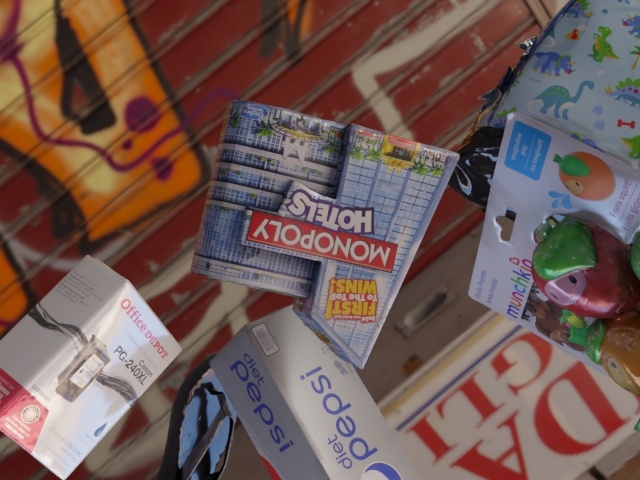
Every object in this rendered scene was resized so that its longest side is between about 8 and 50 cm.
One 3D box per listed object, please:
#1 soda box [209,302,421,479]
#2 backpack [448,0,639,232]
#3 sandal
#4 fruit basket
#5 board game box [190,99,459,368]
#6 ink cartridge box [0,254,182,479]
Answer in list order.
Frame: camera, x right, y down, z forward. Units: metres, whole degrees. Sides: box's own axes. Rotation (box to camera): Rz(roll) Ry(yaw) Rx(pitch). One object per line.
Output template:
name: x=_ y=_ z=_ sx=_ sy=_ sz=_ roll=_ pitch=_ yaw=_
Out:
soda box: x=0.009 y=0.206 z=0.751 sx=0.091 sy=0.286 sz=0.098 roll=-21 pitch=163 yaw=-39
backpack: x=0.392 y=-0.197 z=1.134 sx=0.355 sy=0.290 sz=0.273 roll=-50 pitch=159 yaw=-30
sandal: x=-0.139 y=0.256 z=0.897 sx=0.054 sy=0.097 sz=0.255 roll=14 pitch=-97 yaw=38
fruit basket: x=0.313 y=0.065 z=0.783 sx=0.353 sy=0.327 sz=0.165 roll=27 pitch=-121 yaw=19
board game box: x=0.000 y=0.000 z=0.647 sx=0.060 sy=0.194 sz=0.194 roll=-175 pitch=-83 yaw=-72
ink cartridge box: x=-0.204 y=0.105 z=0.654 sx=0.063 sy=0.109 sz=0.150 roll=24 pitch=-118 yaw=37
